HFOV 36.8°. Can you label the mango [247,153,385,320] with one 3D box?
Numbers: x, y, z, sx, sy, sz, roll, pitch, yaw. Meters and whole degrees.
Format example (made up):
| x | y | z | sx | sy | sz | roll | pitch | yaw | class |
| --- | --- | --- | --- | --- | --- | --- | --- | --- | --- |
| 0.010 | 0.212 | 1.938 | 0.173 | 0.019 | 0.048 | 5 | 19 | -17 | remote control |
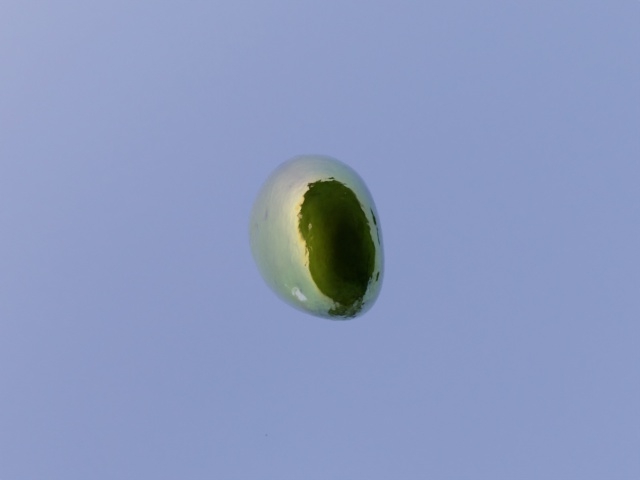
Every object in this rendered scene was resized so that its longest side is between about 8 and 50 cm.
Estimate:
| x | y | z | sx | sy | sz | roll | pitch | yaw | class |
| --- | --- | --- | --- | --- | --- | --- | --- | --- | --- |
| 0.000 | 0.000 | 0.429 | 0.056 | 0.108 | 0.073 | -3 | -68 | -18 | mango |
